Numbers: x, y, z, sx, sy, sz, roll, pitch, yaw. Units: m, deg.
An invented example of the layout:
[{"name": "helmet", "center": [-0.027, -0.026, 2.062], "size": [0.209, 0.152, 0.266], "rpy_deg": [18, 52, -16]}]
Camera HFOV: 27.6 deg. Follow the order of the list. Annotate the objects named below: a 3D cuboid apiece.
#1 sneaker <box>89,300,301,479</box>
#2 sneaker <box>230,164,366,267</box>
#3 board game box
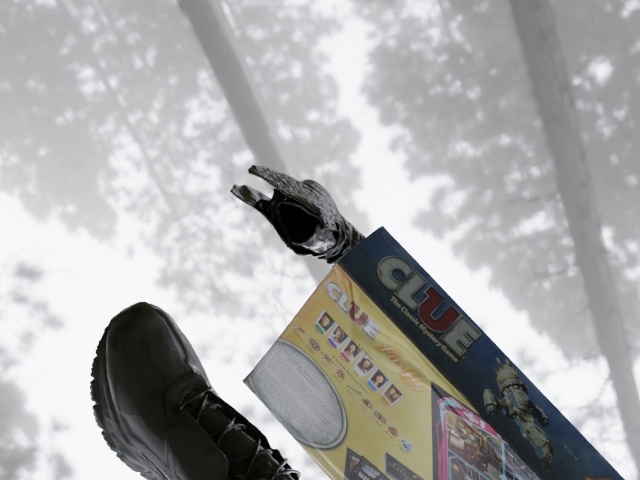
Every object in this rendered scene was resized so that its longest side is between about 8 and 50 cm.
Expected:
[{"name": "sneaker", "center": [-0.079, 0.176, 1.027], "size": [0.130, 0.286, 0.109], "rpy_deg": [-16, -169, 40]}, {"name": "sneaker", "center": [0.002, -0.002, 1.142], "size": [0.051, 0.170, 0.089], "rpy_deg": [-45, 175, 20]}, {"name": "board game box", "center": [0.074, 0.127, 0.747], "size": [0.243, 0.165, 0.042], "rpy_deg": [47, -126, 7]}]
